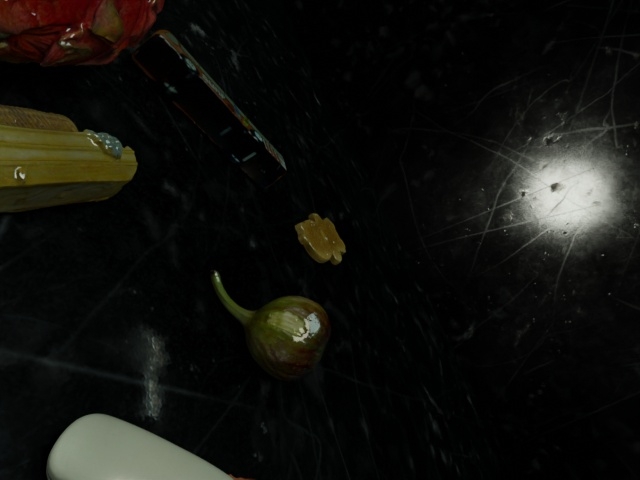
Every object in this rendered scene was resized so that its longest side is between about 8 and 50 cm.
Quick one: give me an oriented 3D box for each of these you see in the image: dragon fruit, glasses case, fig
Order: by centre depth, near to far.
[{"bbox_3d":[-0.173,0.249,0.445,0.204,0.051,0.081,31,27,-5],"label":"glasses case"},{"bbox_3d":[-0.361,-0.373,0.581,0.277,0.277,0.342,56,31,-13],"label":"dragon fruit"},{"bbox_3d":[-0.101,0.137,0.761,0.245,0.149,0.149,33,26,-5],"label":"fig"}]

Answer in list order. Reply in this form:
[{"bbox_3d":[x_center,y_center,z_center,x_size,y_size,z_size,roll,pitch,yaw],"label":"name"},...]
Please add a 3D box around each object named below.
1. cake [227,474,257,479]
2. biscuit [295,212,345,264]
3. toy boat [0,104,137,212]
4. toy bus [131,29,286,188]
[{"bbox_3d":[-0.089,0.392,0.450,0.135,0.098,0.287,33,34,-17],"label":"cake"},{"bbox_3d":[0.000,0.000,1.238,0.166,0.036,0.225,62,24,3],"label":"biscuit"},{"bbox_3d":[-0.347,-0.101,0.511,0.115,0.089,0.310,58,22,0],"label":"toy boat"},{"bbox_3d":[-0.233,-0.282,0.987,0.409,0.093,0.092,46,18,-36],"label":"toy bus"}]
